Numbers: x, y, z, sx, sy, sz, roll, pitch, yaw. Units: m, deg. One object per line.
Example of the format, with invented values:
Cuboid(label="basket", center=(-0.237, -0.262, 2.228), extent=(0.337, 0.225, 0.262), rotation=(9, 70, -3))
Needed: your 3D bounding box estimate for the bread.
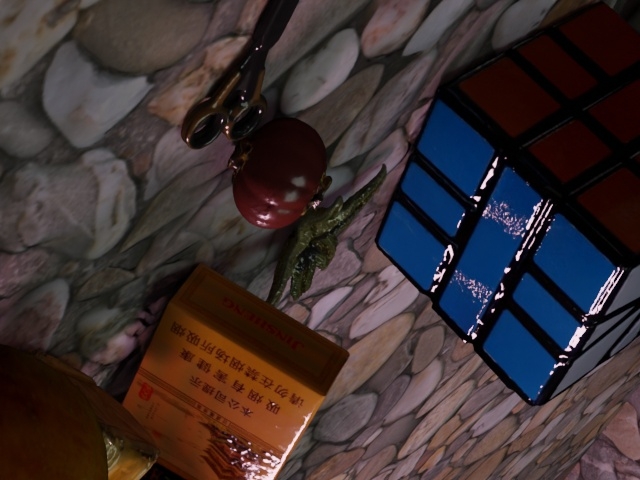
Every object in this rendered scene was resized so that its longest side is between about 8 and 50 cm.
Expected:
Cuboid(label="bread", center=(-0.233, 0.180, 1.358), extent=(0.114, 0.132, 0.190), rotation=(-42, 156, -5))

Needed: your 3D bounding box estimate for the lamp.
Cuboid(label="lamp", center=(-0.036, -0.058, 1.311), extent=(0.101, 0.090, 0.101), rotation=(-156, -90, -85))

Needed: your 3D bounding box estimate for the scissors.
Cuboid(label="scissors", center=(-0.045, -0.159, 1.198), extent=(0.088, 0.017, 0.220), rotation=(-16, 147, -44))

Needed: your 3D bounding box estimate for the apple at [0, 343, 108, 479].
Cuboid(label="apple", center=(-0.313, 0.202, 1.128), extent=(0.346, 0.254, 0.179), rotation=(9, 166, -35))

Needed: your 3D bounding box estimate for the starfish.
Cuboid(label="starfish", center=(-0.002, -0.002, 1.544), extent=(0.217, 0.050, 0.223), rotation=(-41, 172, -22))

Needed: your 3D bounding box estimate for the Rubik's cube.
Cuboid(label="Rubik's cube", center=(0.272, -0.040, 1.640), extent=(0.293, 0.283, 0.288), rotation=(-29, 154, -30))

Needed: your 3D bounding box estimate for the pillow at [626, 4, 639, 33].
Cuboid(label="pillow", center=(0.459, -0.295, 1.770), extent=(0.254, 0.078, 0.144), rotation=(-36, 168, -17))

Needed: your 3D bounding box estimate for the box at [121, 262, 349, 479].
Cuboid(label="box", center=(-0.103, 0.172, 1.506), extent=(0.076, 0.174, 0.274), rotation=(-54, 175, -49))
